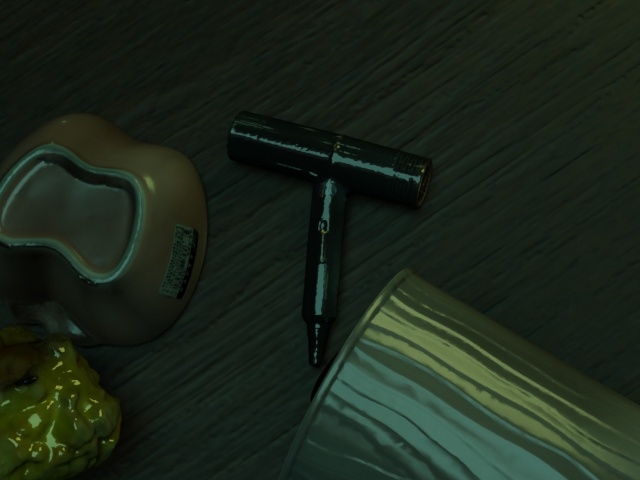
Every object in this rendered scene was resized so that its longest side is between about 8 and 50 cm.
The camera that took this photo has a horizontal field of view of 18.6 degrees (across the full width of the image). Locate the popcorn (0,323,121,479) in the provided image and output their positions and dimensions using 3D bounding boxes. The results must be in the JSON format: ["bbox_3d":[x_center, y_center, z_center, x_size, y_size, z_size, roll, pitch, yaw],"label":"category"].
[{"bbox_3d":[-0.245,0.140,1.595,0.167,0.148,0.152,-5,122,4],"label":"popcorn"}]

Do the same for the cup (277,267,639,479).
[{"bbox_3d":[0.107,0.204,1.497,0.273,0.208,0.288,28,82,12],"label":"cup"}]

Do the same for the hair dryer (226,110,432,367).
[{"bbox_3d":[-0.015,0.001,1.645,0.173,0.050,0.194,16,84,14],"label":"hair dryer"}]

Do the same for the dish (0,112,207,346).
[{"bbox_3d":[-0.202,-0.013,1.648,0.213,0.090,0.213,-2,77,7],"label":"dish"}]
